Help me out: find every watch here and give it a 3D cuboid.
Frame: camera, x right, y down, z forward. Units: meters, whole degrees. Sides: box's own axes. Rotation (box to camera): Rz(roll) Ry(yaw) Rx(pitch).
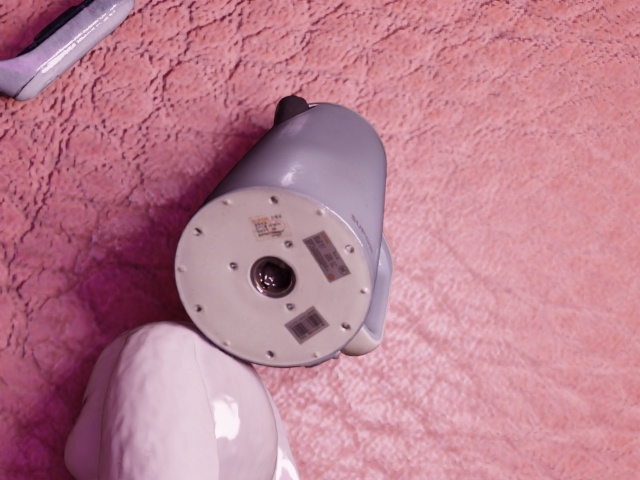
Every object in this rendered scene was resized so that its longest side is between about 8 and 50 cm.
[{"bbox_3d":[-0.272,-0.235,1.354,0.193,0.068,0.206,47,72,-5],"label":"watch"}]

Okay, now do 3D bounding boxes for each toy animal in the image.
[{"bbox_3d":[-0.099,0.190,1.258,0.206,0.271,0.265,-27,62,20],"label":"toy animal"}]

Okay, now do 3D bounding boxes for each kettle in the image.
[{"bbox_3d":[0.000,0.000,1.309,0.160,0.243,0.211,-26,107,23],"label":"kettle"}]
